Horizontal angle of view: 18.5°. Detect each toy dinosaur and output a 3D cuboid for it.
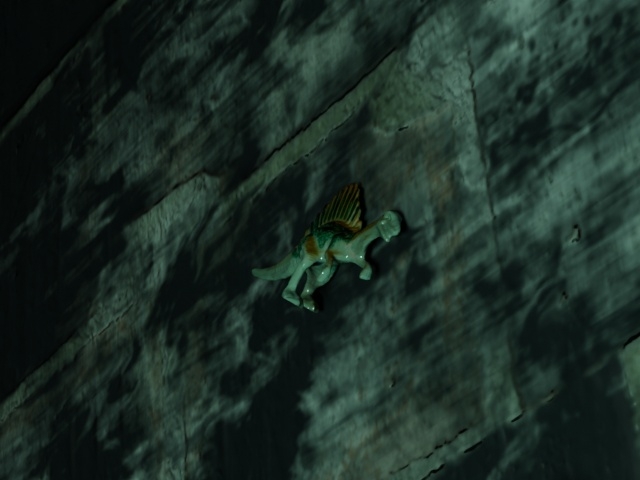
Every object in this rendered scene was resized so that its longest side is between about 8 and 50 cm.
[{"bbox_3d":[0.003,0.001,1.539,0.106,0.044,0.187,-61,19,1],"label":"toy dinosaur"}]
